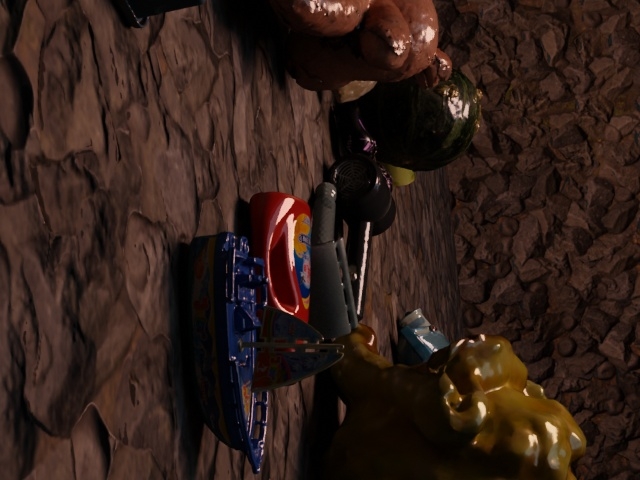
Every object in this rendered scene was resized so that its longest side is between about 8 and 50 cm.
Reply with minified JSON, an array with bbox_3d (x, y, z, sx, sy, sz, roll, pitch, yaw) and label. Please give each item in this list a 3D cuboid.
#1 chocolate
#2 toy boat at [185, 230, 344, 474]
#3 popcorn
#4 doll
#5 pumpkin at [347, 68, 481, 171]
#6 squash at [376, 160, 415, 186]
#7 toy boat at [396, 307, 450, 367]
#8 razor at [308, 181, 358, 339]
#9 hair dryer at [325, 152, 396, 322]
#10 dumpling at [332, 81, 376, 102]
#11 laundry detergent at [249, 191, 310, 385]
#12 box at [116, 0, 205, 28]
[{"bbox_3d":[0.050,-0.110,1.393,0.070,0.072,0.147,-47,139,-15],"label":"chocolate"},{"bbox_3d":[-0.038,0.079,0.755,0.091,0.110,0.175,28,60,-76],"label":"toy boat"},{"bbox_3d":[0.136,0.256,1.172,0.321,0.325,0.290,30,43,-19],"label":"popcorn"},{"bbox_3d":[-0.002,-0.215,1.042,0.201,0.156,0.303,49,27,17],"label":"doll"},{"bbox_3d":[0.129,-0.172,1.448,0.190,0.190,0.146,15,90,-77],"label":"pumpkin"},{"bbox_3d":[0.105,-0.206,1.642,0.083,0.083,0.250,-77,162,-56],"label":"squash"},{"bbox_3d":[0.162,0.172,1.782,0.102,0.088,0.215,53,3,19],"label":"toy boat"},{"bbox_3d":[0.000,0.000,1.122,0.232,0.068,0.106,-86,168,-63],"label":"razor"},{"bbox_3d":[0.042,0.012,1.303,0.124,0.071,0.219,50,45,-67],"label":"hair dryer"},{"bbox_3d":[0.032,-0.345,1.322,0.166,0.086,0.332,-18,105,-44],"label":"dumpling"},{"bbox_3d":[-0.036,0.044,0.927,0.097,0.049,0.165,28,59,-68],"label":"laundry detergent"},{"bbox_3d":[-0.107,-0.192,0.668,0.099,0.054,0.074,63,23,-59],"label":"box"}]
